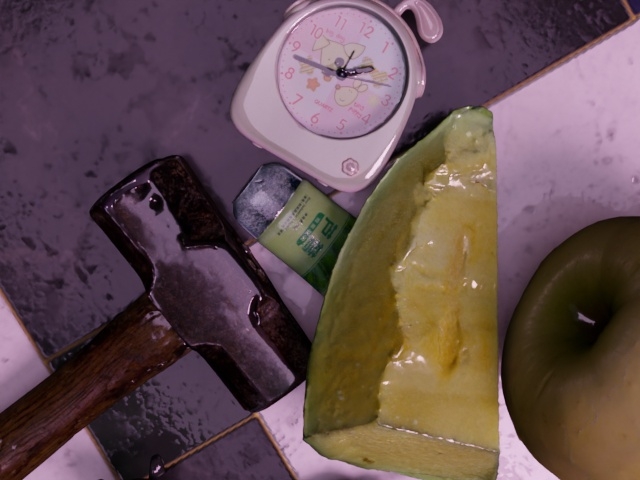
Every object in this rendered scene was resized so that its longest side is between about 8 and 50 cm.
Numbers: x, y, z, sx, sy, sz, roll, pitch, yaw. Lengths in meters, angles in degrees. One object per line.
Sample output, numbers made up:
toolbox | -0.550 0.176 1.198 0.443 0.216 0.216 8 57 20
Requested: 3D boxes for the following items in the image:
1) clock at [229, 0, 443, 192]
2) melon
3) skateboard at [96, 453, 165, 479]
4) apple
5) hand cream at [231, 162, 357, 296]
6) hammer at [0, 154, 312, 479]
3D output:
clock | 0.019 -0.151 0.903 0.151 0.062 0.191 31 94 -4
melon | 0.102 0.045 0.881 0.196 0.124 0.323 18 71 -24
skateboard | -0.151 0.282 0.924 0.067 0.080 0.151 -24 113 -7
apple | 0.292 0.108 0.840 0.279 0.279 0.279 0 96 -2
hand cream | 0.000 0.000 0.925 0.175 0.046 0.095 38 85 -8
hammer | -0.220 0.132 0.925 0.409 0.095 0.242 -38 96 8
